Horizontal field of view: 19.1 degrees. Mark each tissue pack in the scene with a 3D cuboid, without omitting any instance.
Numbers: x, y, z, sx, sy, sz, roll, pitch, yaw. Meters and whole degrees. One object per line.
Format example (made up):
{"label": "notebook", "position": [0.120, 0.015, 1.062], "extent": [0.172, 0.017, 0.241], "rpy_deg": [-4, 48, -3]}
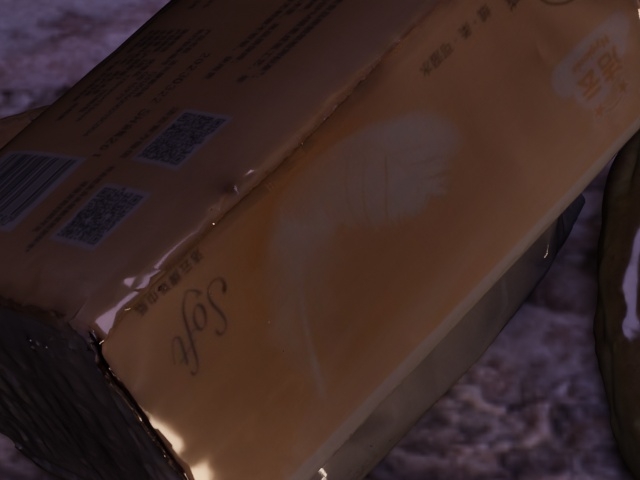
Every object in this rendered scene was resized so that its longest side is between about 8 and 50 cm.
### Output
{"label": "tissue pack", "position": [0.000, 0.000, 0.876], "extent": [0.238, 0.238, 0.305], "rpy_deg": [39, 67, 15]}

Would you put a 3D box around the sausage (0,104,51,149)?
{"label": "sausage", "position": [-0.260, 0.009, 0.919], "extent": [0.301, 0.066, 0.065], "rpy_deg": [-19, 66, -13]}

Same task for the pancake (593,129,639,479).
{"label": "pancake", "position": [0.269, 0.031, 0.949], "extent": [0.295, 0.049, 0.294], "rpy_deg": [2, 64, -4]}
